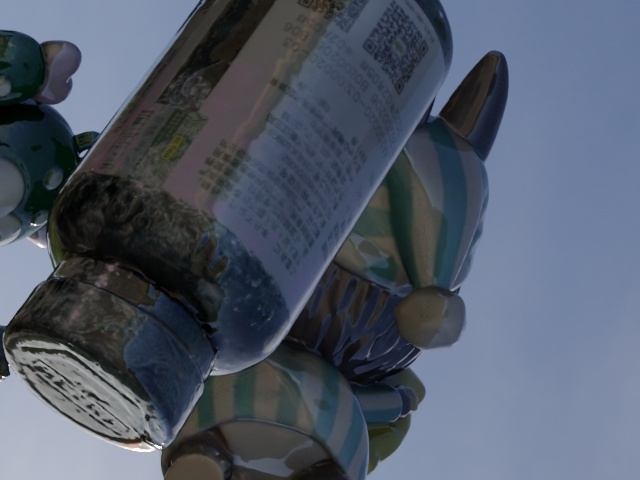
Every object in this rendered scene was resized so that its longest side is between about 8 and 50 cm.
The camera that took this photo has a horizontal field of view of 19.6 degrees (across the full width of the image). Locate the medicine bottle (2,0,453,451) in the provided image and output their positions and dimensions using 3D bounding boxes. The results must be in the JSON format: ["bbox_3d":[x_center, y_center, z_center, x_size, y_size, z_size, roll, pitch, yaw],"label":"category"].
[{"bbox_3d":[-0.049,-0.030,0.984,0.141,0.141,0.293,-19,-147,53],"label":"medicine bottle"}]

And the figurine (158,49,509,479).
[{"bbox_3d":[0.000,0.000,1.447,0.361,0.266,0.378,-85,-170,-64],"label":"figurine"}]

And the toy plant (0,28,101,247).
[{"bbox_3d":[-0.274,-0.053,1.397,0.233,0.243,0.113,71,-6,-52],"label":"toy plant"}]

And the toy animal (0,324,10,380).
[{"bbox_3d":[-0.324,0.111,1.829,0.047,0.135,0.065,-24,-109,45],"label":"toy animal"}]
